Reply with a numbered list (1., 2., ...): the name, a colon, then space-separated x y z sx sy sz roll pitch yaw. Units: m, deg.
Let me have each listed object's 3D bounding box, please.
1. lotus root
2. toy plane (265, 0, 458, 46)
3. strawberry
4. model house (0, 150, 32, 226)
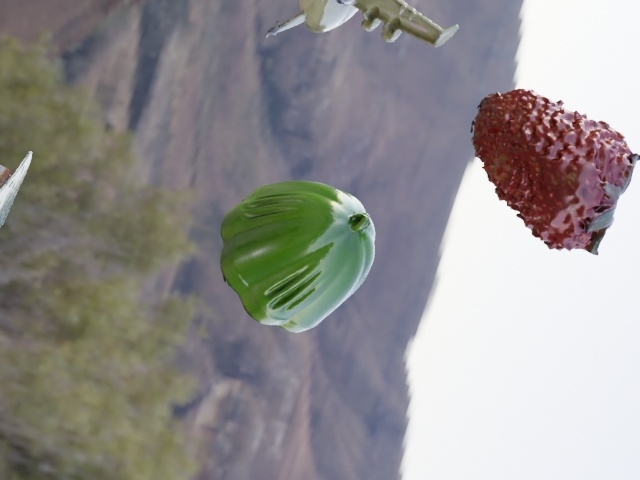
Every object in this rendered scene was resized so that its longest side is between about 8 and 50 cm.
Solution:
1. lotus root: 0.000 0.000 1.929 0.186 0.186 0.186 -162 -90 -89
2. toy plane: 0.021 -0.243 1.417 0.104 0.242 0.256 -30 168 -30
3. strawberry: 0.260 -0.082 1.923 0.087 0.208 0.167 -10 123 -80
4. model house: -0.348 -0.030 1.544 0.117 0.088 0.167 -60 -175 34
